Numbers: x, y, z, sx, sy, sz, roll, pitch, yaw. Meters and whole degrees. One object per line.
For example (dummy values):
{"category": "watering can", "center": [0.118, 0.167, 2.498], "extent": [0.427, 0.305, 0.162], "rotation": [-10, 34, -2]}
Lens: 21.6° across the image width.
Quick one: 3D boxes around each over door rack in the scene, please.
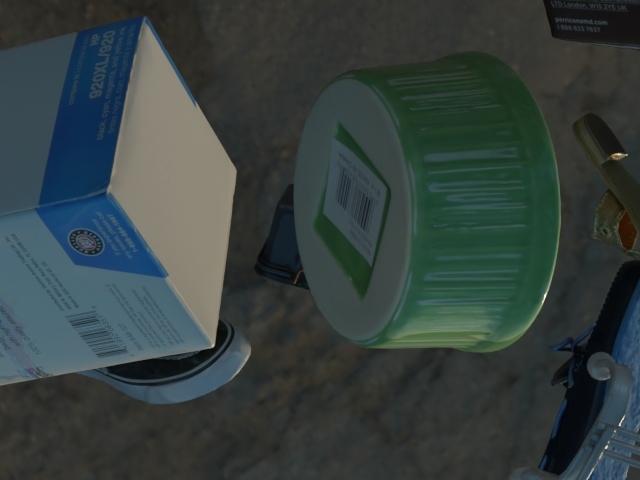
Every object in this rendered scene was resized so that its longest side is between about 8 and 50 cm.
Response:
{"category": "over door rack", "center": [0.226, 0.251, 1.123], "extent": [0.239, 0.108, 0.324], "rotation": [19, 105, -8]}

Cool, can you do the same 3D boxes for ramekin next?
{"category": "ramekin", "center": [0.091, -0.034, 1.651], "extent": [0.148, 0.303, 0.303], "rotation": [-3, 128, -26]}

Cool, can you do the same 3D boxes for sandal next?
{"category": "sandal", "center": [0.358, -0.034, 2.033], "extent": [0.079, 0.240, 0.088], "rotation": [-37, 162, 32]}

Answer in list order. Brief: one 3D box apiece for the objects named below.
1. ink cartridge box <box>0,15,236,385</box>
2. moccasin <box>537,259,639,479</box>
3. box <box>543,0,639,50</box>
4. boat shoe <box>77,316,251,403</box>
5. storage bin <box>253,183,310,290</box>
{"category": "ink cartridge box", "center": [-0.202, -0.019, 1.161], "extent": [0.233, 0.168, 0.171], "rotation": [-11, 138, 18]}
{"category": "moccasin", "center": [0.327, 0.180, 2.044], "extent": [0.138, 0.117, 0.342], "rotation": [30, 77, -47]}
{"category": "box", "center": [0.237, -0.358, 1.301], "extent": [0.191, 0.143, 0.381], "rotation": [-40, 126, -33]}
{"category": "boat shoe", "center": [-0.204, 0.083, 1.738], "extent": [0.113, 0.306, 0.105], "rotation": [-48, 128, -25]}
{"category": "storage bin", "center": [0.000, 0.000, 1.853], "extent": [0.135, 0.098, 0.091], "rotation": [14, 121, 9]}
